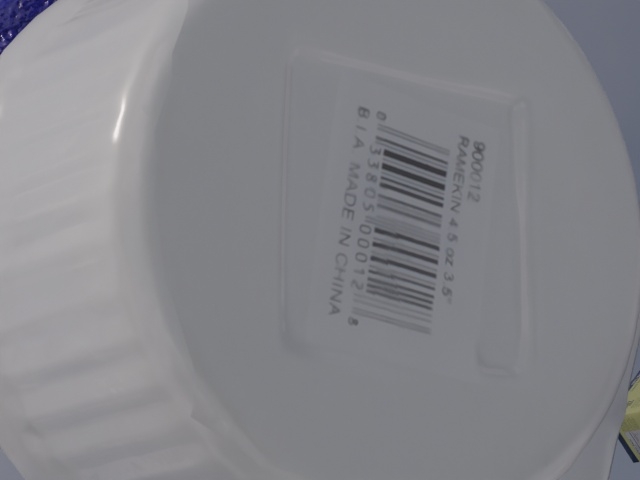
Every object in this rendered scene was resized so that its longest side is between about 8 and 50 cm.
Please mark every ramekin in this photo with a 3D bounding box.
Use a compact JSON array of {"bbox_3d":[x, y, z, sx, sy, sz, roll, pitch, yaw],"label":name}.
[{"bbox_3d":[0.000,0.000,0.689,0.277,0.135,0.277,7,-103,-32],"label":"ramekin"}]

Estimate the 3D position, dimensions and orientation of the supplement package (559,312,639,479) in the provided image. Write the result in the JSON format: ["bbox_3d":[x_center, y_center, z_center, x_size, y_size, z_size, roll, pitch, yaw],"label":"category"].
[{"bbox_3d":[0.057,0.077,1.191,0.198,0.263,0.199,3,-76,-33],"label":"supplement package"}]

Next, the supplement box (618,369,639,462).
[{"bbox_3d":[0.329,0.158,1.595,0.083,0.083,0.056,-44,-75,-39],"label":"supplement box"}]

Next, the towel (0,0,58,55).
[{"bbox_3d":[-0.237,-0.191,1.258,0.228,0.308,0.076,-37,-32,-9],"label":"towel"}]
